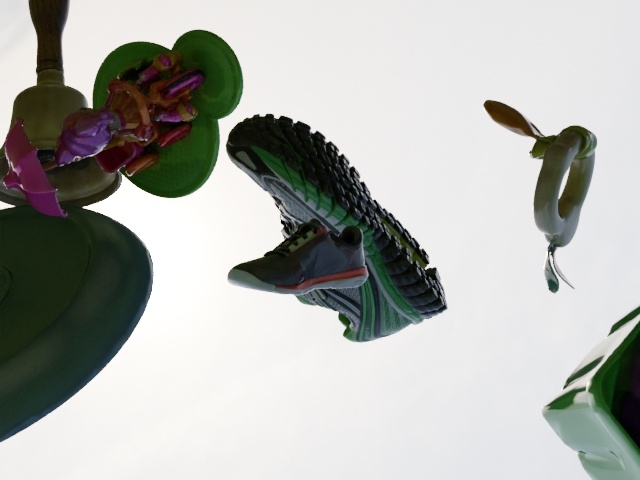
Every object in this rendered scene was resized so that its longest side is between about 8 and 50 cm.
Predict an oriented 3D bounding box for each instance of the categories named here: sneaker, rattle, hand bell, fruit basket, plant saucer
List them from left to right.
[{"bbox_3d":[-0.287,0.064,1.488,0.317,0.044,0.318,-17,-148,11],"label":"plant saucer"},{"bbox_3d":[-0.244,-0.161,1.683,0.126,0.126,0.242,-21,-120,34],"label":"hand bell"},{"bbox_3d":[-0.022,0.012,1.657,0.061,0.065,0.158,10,-169,42],"label":"sneaker"},{"bbox_3d":[0.000,0.000,2.058,0.146,0.343,0.134,-32,-148,13],"label":"sneaker"},{"bbox_3d":[0.242,-0.046,2.164,0.142,0.200,0.130,11,-145,11],"label":"rattle"},{"bbox_3d":[0.470,0.197,1.917,0.283,0.392,0.392,-44,-156,-31],"label":"fruit basket"}]

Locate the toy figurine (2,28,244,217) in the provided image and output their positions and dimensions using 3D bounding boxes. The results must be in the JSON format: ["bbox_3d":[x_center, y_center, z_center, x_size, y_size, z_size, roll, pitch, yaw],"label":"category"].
[{"bbox_3d":[-0.161,-0.079,1.394,0.173,0.130,0.159,-34,177,41],"label":"toy figurine"}]
